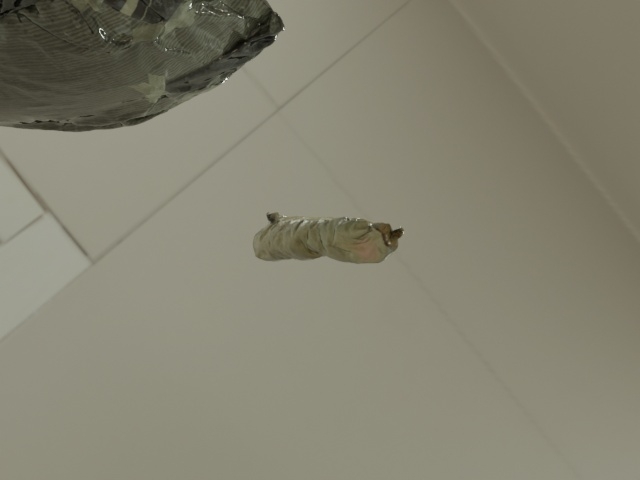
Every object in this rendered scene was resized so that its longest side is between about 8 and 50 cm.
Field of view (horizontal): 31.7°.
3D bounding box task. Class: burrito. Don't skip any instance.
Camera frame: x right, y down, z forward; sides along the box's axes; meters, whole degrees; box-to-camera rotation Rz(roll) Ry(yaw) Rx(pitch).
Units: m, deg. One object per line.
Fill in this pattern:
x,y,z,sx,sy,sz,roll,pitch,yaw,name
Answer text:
0.000,0.000,0.892,0.045,0.041,0.185,23,-10,-26,burrito

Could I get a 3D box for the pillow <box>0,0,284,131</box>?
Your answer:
-0.187,-0.124,0.665,0.335,0.093,0.161,-1,-18,29,pillow
